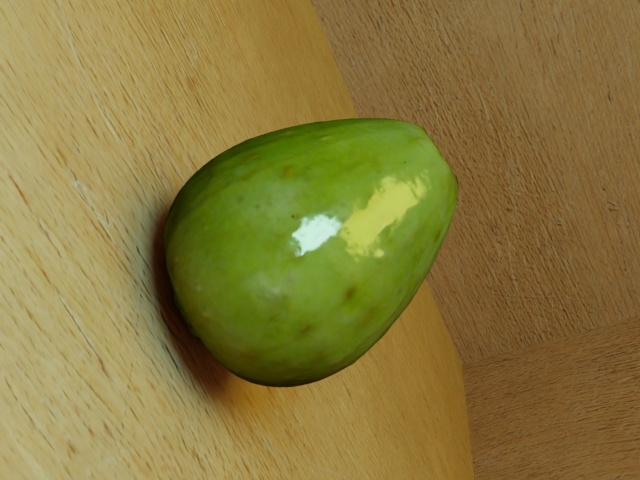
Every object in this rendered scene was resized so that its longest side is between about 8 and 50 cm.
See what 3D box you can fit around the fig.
[{"bbox_3d":[0.000,0.000,0.904,0.258,0.326,0.258,53,-16,22],"label":"fig"}]
